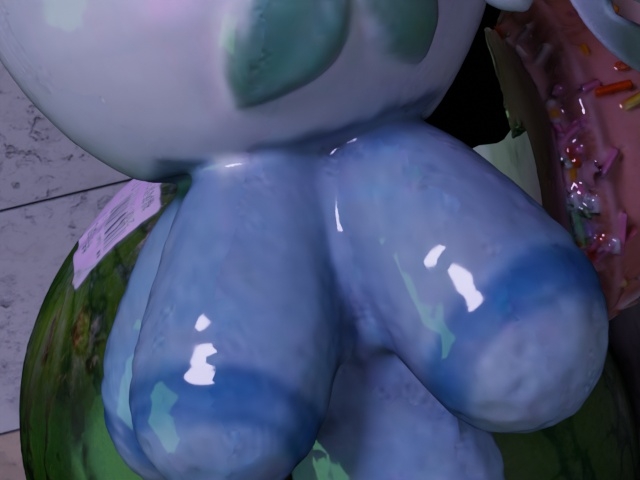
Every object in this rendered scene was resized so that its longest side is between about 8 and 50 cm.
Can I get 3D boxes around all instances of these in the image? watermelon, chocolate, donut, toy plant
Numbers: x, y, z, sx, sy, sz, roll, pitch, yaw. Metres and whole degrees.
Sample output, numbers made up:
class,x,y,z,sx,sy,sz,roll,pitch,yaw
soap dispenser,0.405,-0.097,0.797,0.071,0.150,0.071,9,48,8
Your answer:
class,x,y,z,sx,sy,sz,roll,pitch,yaw
watermelon,0.006,0.113,1.096,0.363,0.363,0.363,166,90,-83
chocolate,0.061,-0.144,1.111,0.156,0.156,0.133,84,-163,-47
donut,0.128,-0.041,0.923,0.117,0.065,0.166,-150,45,-82
toy plant,0.000,0.000,0.841,0.247,0.247,0.332,159,96,-83

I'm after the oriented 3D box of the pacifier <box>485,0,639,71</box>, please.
class,x,y,z,sx,sy,sz,roll,pitch,yaw
pacifier,0.109,-0.118,0.751,0.127,0.117,0.150,36,142,39
